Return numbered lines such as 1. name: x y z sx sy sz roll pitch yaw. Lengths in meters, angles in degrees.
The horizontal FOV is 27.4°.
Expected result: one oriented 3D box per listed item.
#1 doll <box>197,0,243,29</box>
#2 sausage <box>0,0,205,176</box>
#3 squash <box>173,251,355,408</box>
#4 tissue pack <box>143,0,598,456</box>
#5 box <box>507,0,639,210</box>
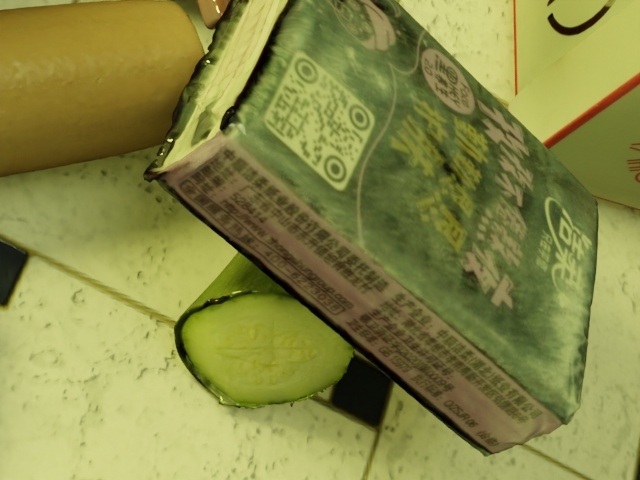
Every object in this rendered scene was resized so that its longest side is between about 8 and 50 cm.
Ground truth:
1. doll: -0.093 -0.284 1.139 0.262 0.093 0.211 -38 100 -39
2. sausage: -0.197 -0.118 0.993 0.253 0.123 0.123 -15 80 -35
3. squash: 0.011 0.012 1.079 0.137 0.137 0.287 46 49 -9
4. tissue pack: 0.065 -0.036 1.004 0.361 0.122 0.259 41 43 -24
5. box: 0.388 -0.215 1.272 0.312 0.314 0.300 15 62 -22
